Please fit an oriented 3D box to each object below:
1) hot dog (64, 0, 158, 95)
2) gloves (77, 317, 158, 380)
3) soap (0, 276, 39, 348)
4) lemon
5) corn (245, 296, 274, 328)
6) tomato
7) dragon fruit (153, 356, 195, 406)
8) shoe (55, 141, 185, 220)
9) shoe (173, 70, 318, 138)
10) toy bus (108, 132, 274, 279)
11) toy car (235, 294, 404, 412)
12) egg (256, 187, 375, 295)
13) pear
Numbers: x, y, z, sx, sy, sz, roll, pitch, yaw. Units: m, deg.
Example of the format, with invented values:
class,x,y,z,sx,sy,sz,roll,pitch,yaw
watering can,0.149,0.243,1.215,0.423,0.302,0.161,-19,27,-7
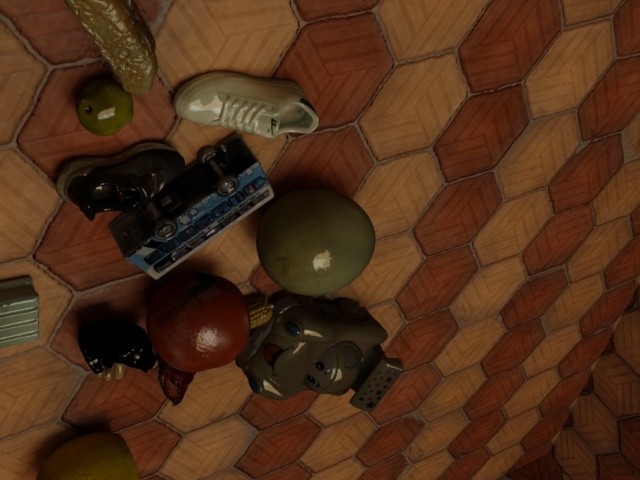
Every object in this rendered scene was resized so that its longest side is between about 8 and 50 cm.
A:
class,x,y,z,sx,sy,sz,roll,pitch,yaw
hot dog,-0.298,-0.317,1.237,0.073,0.084,0.243,-18,142,7
gloves,-0.410,0.224,1.711,0.164,0.124,0.203,16,165,-6
soap,-0.606,0.142,1.493,0.198,0.066,0.119,-12,135,-31
lemon,-0.519,0.553,1.861,0.219,0.240,0.241,-13,137,-25
corn,-0.200,0.180,1.868,0.207,0.068,0.068,-20,140,-18
tomato,-0.247,0.158,1.694,0.208,0.208,0.185,-24,125,-18
dragon fruit,-0.325,0.279,1.850,0.147,0.096,0.102,-63,175,-49
shoe,-0.330,-0.093,1.435,0.227,0.112,0.099,-14,136,-26
shoe,-0.119,-0.230,1.467,0.264,0.110,0.095,-10,136,-35
toy bus,-0.235,-0.061,1.557,0.297,0.106,0.131,-35,145,-1
toy car,0.002,0.285,2.013,0.336,0.226,0.242,9,124,-46
egg,0.000,0.000,1.722,0.295,0.218,0.218,-11,138,-54
pear,-0.340,-0.212,1.328,0.092,0.092,0.097,-48,167,13
